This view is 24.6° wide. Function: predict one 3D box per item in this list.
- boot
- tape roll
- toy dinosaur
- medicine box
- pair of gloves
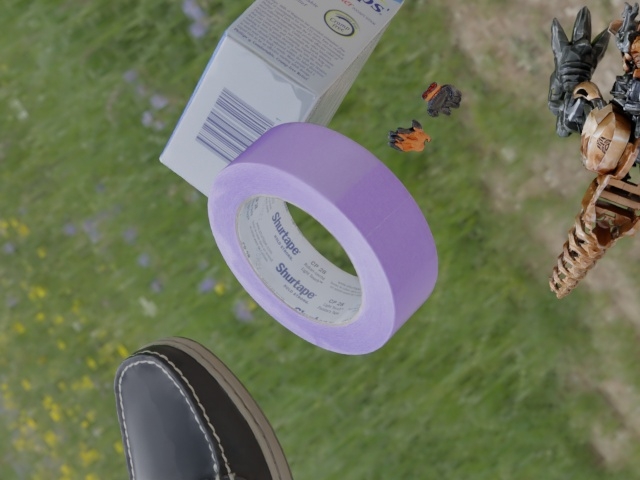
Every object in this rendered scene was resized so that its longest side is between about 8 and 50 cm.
[{"bbox_3d":[-0.146,0.274,1.151,0.138,0.284,0.377,-21,83,40],"label":"boot"},{"bbox_3d":[0.000,0.000,1.704,0.275,0.090,0.275,30,144,25],"label":"tape roll"},{"bbox_3d":[0.265,-0.104,1.249,0.164,0.322,0.218,40,-159,-14],"label":"toy dinosaur"},{"bbox_3d":[-0.050,-0.218,1.984,0.149,0.289,0.263,36,134,2],"label":"medicine box"},{"bbox_3d":[0.101,-0.119,1.420,0.010,0.083,0.074,47,-162,24],"label":"pair of gloves"}]
